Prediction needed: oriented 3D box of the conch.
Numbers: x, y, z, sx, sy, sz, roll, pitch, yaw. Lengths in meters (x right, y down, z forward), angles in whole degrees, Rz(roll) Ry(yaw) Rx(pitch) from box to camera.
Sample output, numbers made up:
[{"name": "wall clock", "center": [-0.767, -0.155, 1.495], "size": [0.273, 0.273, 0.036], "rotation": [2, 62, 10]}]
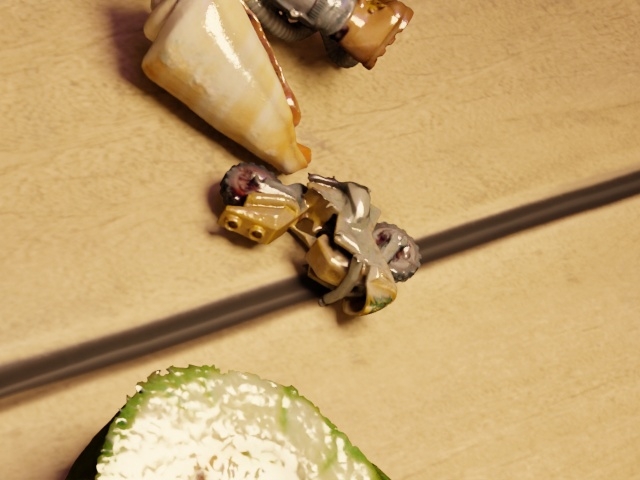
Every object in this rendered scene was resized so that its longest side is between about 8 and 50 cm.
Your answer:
[{"name": "conch", "center": [-0.111, -0.171, 1.706], "size": [0.255, 0.127, 0.158], "rotation": [63, 7, -8]}]

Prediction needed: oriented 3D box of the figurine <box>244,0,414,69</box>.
[{"name": "figurine", "center": [-0.062, -0.349, 1.752], "size": [0.382, 0.261, 0.186], "rotation": [36, 85, -11]}]

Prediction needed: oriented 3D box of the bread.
[{"name": "bread", "center": [-0.097, 0.285, 1.325], "size": [0.382, 0.129, 0.366], "rotation": [2, 59, -35]}]

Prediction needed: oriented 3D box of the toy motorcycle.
[{"name": "toy motorcycle", "center": [0.000, 0.000, 1.651], "size": [0.229, 0.094, 0.130], "rotation": [23, 47, -14]}]
